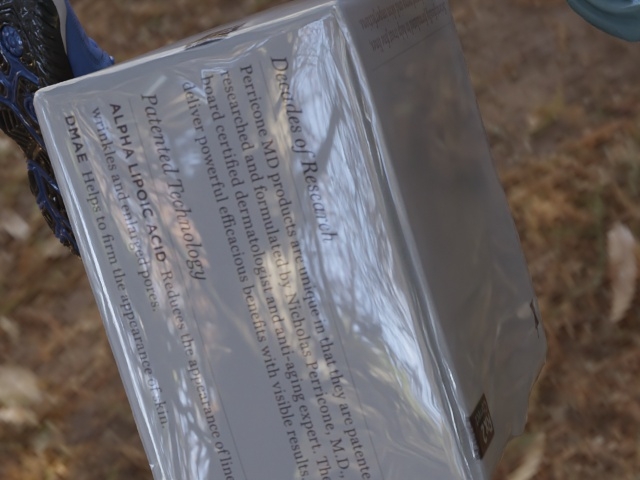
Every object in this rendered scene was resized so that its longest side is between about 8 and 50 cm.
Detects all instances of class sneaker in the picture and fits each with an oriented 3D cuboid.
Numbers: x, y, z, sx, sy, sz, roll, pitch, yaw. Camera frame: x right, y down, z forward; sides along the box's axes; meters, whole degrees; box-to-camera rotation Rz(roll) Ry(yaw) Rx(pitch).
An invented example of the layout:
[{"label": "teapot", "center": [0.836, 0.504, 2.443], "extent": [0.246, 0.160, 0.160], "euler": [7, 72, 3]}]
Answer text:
[{"label": "sneaker", "center": [-0.135, -0.077, 1.046], "extent": [0.080, 0.211, 0.081], "euler": [30, 61, 32]}]

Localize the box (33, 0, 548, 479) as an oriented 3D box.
[{"label": "box", "center": [0.000, 0.000, 0.705], "extent": [0.119, 0.182, 0.181], "euler": [-14, 8, 17]}]

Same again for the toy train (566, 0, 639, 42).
[{"label": "toy train", "center": [0.099, -0.215, 0.629], "extent": [0.142, 0.190, 0.334], "euler": [-25, 61, -34]}]
